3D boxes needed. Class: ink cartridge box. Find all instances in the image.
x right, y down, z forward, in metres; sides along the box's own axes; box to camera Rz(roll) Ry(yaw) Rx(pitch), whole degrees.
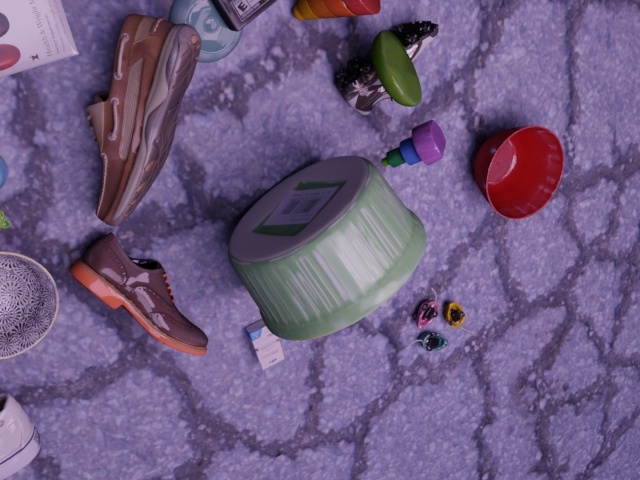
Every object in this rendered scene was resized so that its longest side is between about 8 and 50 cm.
[{"bbox_3d":[-0.100,0.185,1.501,0.048,0.028,0.083,-25,120,-18],"label":"ink cartridge box"}]

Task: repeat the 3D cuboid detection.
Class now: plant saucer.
[{"bbox_3d":[-0.167,-0.326,1.254,0.119,0.021,0.119,-11,115,-24],"label":"plant saucer"}]

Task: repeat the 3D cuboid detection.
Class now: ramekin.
[{"bbox_3d":[0.000,0.000,1.324,0.303,0.303,0.148,-39,116,-9],"label":"ramekin"}]

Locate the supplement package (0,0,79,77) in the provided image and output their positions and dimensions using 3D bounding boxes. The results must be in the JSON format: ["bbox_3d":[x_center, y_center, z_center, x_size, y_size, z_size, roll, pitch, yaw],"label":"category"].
[{"bbox_3d":[-0.442,-0.304,1.033,0.203,0.149,0.194,-24,120,-20],"label":"supplement package"}]

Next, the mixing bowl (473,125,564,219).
[{"bbox_3d":[0.359,-0.140,1.577,0.181,0.098,0.181,-11,116,-24],"label":"mixing bowl"}]

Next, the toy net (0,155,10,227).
[{"bbox_3d":[-0.550,-0.063,1.141,0.232,0.045,0.122,-3,113,-26],"label":"toy net"}]

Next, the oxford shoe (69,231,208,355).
[{"bbox_3d":[-0.265,0.093,1.334,0.098,0.097,0.271,-52,125,-8],"label":"oxford shoe"}]

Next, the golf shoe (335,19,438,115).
[{"bbox_3d":[0.121,-0.291,1.402,0.198,0.077,0.094,-35,127,0],"label":"golf shoe"}]

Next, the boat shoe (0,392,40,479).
[{"bbox_3d":[-0.609,0.334,1.218,0.367,0.136,0.156,-27,121,-20],"label":"boat shoe"}]

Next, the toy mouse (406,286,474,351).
[{"bbox_3d":[0.222,0.169,1.671,0.143,0.031,0.161,-36,123,-12],"label":"toy mouse"}]

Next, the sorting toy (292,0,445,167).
[{"bbox_3d":[0.067,-0.270,1.312,0.126,0.127,0.365,-22,102,26],"label":"sorting toy"}]

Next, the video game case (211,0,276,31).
[{"bbox_3d":[-0.089,-0.488,1.209,0.275,0.035,0.248,-43,125,-13],"label":"video game case"}]

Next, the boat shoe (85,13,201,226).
[{"bbox_3d":[-0.276,-0.176,1.215,0.116,0.123,0.324,23,110,0],"label":"boat shoe"}]

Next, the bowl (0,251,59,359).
[{"bbox_3d":[-0.476,0.082,1.217,0.170,0.080,0.170,-11,115,-24],"label":"bowl"}]
